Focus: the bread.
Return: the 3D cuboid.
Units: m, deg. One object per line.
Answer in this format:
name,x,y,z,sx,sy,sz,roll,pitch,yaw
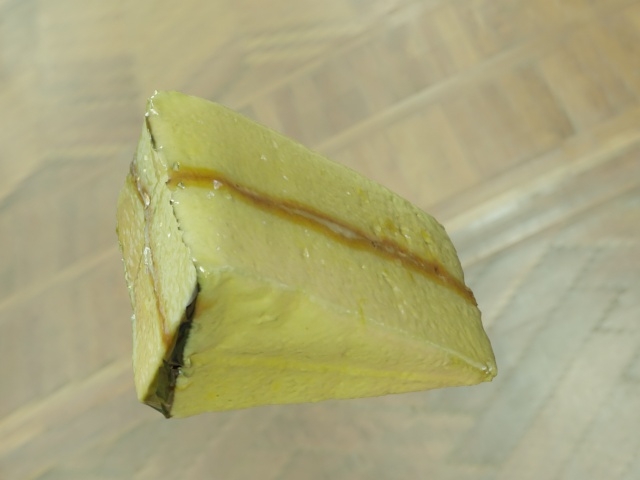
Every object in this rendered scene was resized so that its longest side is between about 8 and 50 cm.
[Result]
bread,0.003,0.001,1.261,0.264,0.163,0.167,-5,54,-20
